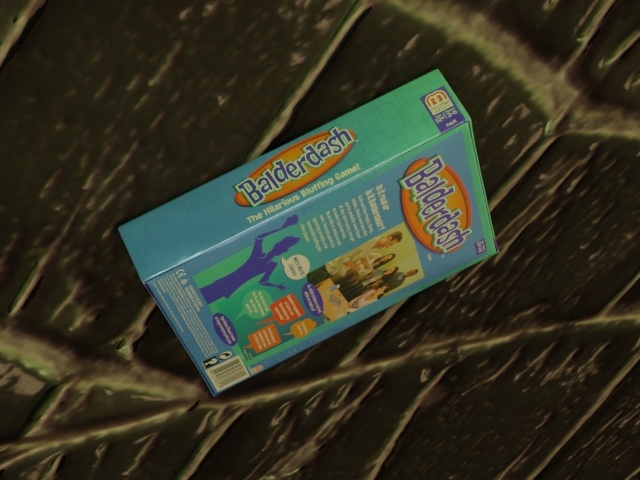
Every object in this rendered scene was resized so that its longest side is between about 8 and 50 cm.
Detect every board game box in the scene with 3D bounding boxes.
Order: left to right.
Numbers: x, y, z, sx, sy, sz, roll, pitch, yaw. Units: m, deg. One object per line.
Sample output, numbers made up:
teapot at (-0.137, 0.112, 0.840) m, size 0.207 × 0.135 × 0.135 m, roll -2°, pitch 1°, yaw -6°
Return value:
board game box at (0.000, 0.000, 0.972) m, size 0.210 × 0.047 × 0.160 m, roll -26°, pitch 148°, yaw -3°
